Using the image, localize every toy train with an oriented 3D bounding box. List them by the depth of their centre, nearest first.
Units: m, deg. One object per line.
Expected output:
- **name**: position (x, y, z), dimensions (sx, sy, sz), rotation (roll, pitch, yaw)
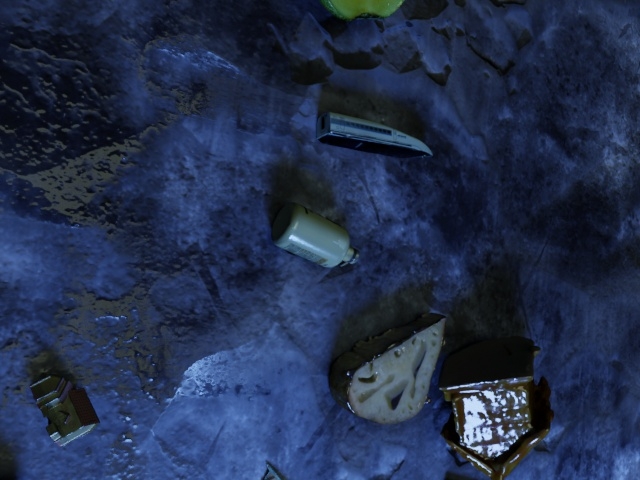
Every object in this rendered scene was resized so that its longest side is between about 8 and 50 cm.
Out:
- **toy train**: position (0.112, -0.194, 0.992), dimensions (0.251, 0.055, 0.048), rotation (5, 78, -31)

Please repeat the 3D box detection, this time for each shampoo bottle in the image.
- **shampoo bottle**: position (0.000, 0.000, 0.905), dimensions (0.162, 0.079, 0.079), rotation (25, 77, -27)

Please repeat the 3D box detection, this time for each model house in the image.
- **model house**: position (-0.343, 0.222, 0.711), dimensions (0.058, 0.057, 0.083), rotation (-26, 58, -24)
- **model house**: position (0.356, 0.338, 1.069), dimensions (0.199, 0.219, 0.229), rotation (-35, 118, -69)

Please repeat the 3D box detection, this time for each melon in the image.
- **melon**: position (0.051, -0.479, 0.928), dimensions (0.265, 0.129, 0.169), rotation (-17, 120, -33)

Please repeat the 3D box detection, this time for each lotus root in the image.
- **lotus root**: position (0.138, 0.249, 0.987), dimensions (0.260, 0.074, 0.170), rotation (-13, 97, -32)

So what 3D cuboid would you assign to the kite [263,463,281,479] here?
- **kite**: position (-0.074, 0.578, 0.854), dimensions (0.368, 0.014, 0.406), rotation (9, 75, -18)
